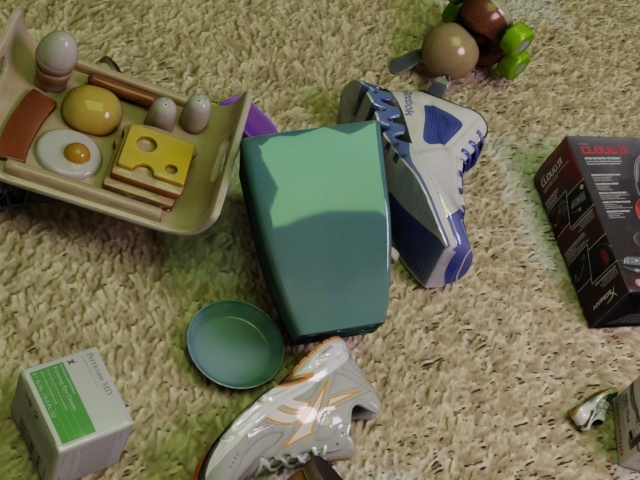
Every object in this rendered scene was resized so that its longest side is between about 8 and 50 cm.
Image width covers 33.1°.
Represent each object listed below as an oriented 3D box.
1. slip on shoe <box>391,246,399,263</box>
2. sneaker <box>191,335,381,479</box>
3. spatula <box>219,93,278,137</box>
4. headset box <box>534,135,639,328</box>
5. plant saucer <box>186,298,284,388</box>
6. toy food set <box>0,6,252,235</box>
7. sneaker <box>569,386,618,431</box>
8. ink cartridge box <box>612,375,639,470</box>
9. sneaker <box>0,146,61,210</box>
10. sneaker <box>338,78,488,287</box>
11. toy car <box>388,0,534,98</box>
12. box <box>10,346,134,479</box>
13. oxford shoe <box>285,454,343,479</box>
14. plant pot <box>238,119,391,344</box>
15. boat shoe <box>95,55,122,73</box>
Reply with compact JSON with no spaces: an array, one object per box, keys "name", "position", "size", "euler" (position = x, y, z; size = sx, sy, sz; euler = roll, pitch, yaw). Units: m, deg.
[{"name":"slip on shoe","position":[0.035,0.007,1.407],"size":[0.135,0.051,0.041],"euler":[24,74,-6]},{"name":"sneaker","position":[-0.026,0.218,1.207],"size":[0.121,0.099,0.262],"euler":[47,54,8]},{"name":"spatula","position":[-0.144,-0.119,1.396],"size":[0.084,0.030,0.296],"euler":[44,41,2]},{"name":"headset box","position":[0.456,-0.029,1.558],"size":[0.218,0.110,0.293],"euler":[0,57,-21]},{"name":"plant saucer","position":[-0.103,0.127,1.284],"size":[0.119,0.021,0.119],"euler":[10,54,-14]},{"name":"toy food set","position":[-0.244,-0.146,1.266],"size":[0.306,0.092,0.220],"euler":[18,50,-9]},{"name":"sneaker","position":[0.360,0.221,1.403],"size":[0.083,0.032,0.037],"euler":[-26,83,-28]},{"name":"ink cartridge box","position":[0.427,0.221,1.359],"size":[0.056,0.135,0.099],"euler":[12,53,-10]},{"name":"sneaker","position":[-0.390,-0.032,1.236],"size":[0.226,0.086,0.164],"euler":[7,54,-16]},{"name":"sneaker","position":[0.165,-0.103,1.483],"size":[0.182,0.127,0.316],"euler":[-9,59,-24]},{"name":"toy car","position":[0.205,-0.287,1.654],"size":[0.188,0.149,0.155],"euler":[-41,73,-8]},{"name":"box","position":[-0.261,0.186,1.128],"size":[0.087,0.102,0.101],"euler":[-17,64,-33]},{"name":"oxford shoe","position":[0.030,0.339,1.170],"size":[0.212,0.076,0.076],"euler":[53,9,4]},{"name":"plant pot","position":[0.000,0.000,1.301],"size":[0.165,0.165,0.234],"euler":[-8,78,-7]},{"name":"boat shoe","position":[-0.253,-0.142,1.392],"size":[0.072,0.068,0.190],"euler":[-32,79,1]}]
